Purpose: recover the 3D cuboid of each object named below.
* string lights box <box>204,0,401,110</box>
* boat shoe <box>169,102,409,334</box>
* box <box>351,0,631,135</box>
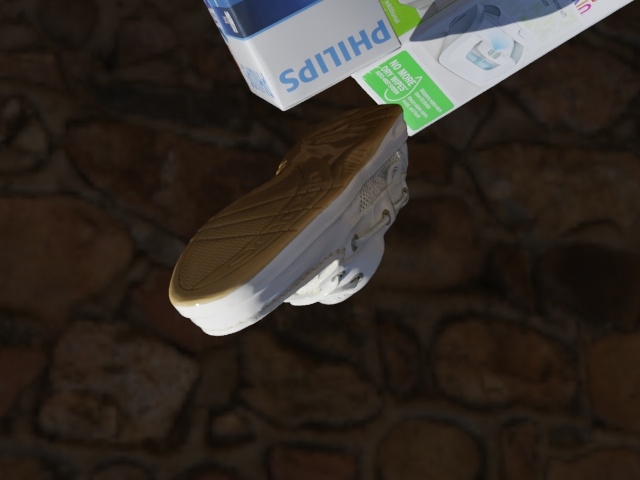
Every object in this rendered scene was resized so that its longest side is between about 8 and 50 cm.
[{"bbox_3d":[-0.056,-0.206,0.774,0.077,0.259,0.133,-29,-166,-4],"label":"string lights box"},{"bbox_3d":[0.000,0.000,0.960,0.098,0.096,0.277,-6,-156,33],"label":"boat shoe"},{"bbox_3d":[0.098,-0.264,1.170,0.231,0.262,0.127,-32,149,13],"label":"box"}]
